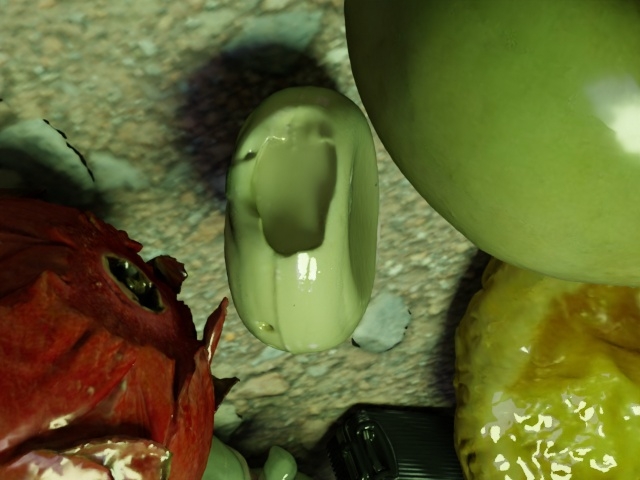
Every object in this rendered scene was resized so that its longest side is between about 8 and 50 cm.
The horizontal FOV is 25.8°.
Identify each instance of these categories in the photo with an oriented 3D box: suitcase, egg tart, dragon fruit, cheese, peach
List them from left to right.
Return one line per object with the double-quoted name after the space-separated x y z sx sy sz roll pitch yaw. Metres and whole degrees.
-0.174 0.094 0.702 0.241 0.241 0.252 18 100 -42 "dragon fruit"
0.000 0.000 0.764 0.064 0.137 0.227 6 167 10 "cheese"
0.069 0.173 1.045 0.126 0.086 0.059 9 134 -36 "suitcase"
0.156 -0.114 0.588 0.292 0.247 0.292 -41 166 -12 "peach"
0.310 0.119 0.924 0.443 0.443 0.178 -47 180 31 "egg tart"

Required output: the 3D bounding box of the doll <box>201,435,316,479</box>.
-0.061 0.204 1.010 0.155 0.113 0.275 -23 153 19 "doll"
